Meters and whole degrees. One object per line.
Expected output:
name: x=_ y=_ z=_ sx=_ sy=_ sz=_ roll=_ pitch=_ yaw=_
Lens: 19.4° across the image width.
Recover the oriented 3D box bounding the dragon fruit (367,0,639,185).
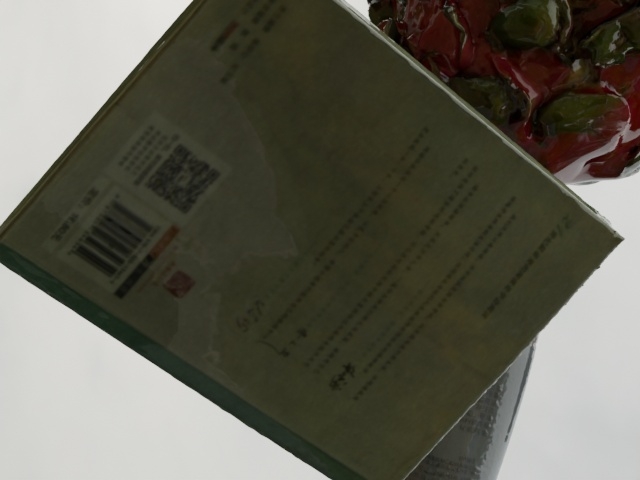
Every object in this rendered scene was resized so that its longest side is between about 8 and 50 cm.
dragon fruit: x=0.181 y=-0.166 z=1.336 sx=0.237 sy=0.303 sz=0.231 roll=57 pitch=13 yaw=-51

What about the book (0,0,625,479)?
book: x=0.000 y=0.000 z=0.966 sx=0.215 sy=0.283 sz=0.025 roll=-48 pitch=-149 yaw=7

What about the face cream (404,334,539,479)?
face cream: x=0.086 y=0.106 z=1.210 sx=0.057 sy=0.084 sz=0.198 roll=-2 pitch=108 yaw=-85
